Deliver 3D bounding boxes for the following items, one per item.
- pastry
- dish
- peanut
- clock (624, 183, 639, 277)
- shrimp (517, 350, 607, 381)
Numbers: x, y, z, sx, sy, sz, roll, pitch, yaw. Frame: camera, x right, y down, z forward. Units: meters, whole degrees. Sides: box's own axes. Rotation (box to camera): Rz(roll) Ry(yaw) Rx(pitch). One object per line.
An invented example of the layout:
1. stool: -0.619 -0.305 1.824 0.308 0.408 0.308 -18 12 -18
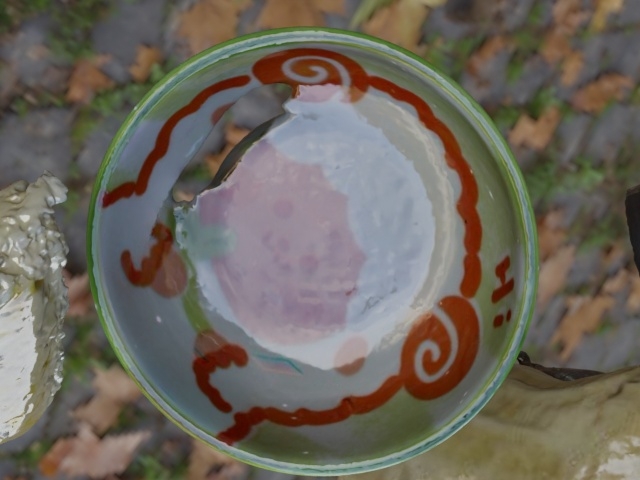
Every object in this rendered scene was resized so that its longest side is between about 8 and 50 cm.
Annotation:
1. pastry: -0.237 0.069 1.259 0.121 0.089 0.258 -24 151 -30
2. dish: 0.000 0.000 1.316 0.124 0.324 0.324 -54 168 -75
3. peanut: 0.169 0.191 1.492 0.174 0.340 0.158 -52 133 -40
4. clock: 0.331 0.030 1.695 0.040 0.185 0.184 -17 151 18
5. shrimp: 0.245 0.190 1.840 0.178 0.289 0.075 -27 115 -37
